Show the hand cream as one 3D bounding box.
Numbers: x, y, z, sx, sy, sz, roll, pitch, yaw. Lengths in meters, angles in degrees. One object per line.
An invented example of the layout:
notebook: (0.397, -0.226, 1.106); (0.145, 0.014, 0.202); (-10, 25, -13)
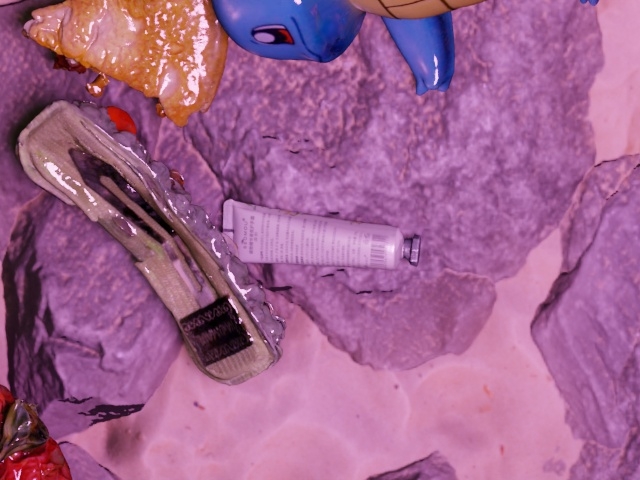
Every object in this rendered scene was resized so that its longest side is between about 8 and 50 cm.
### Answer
hand cream: (0.000, 0.000, 1.463); (0.195, 0.042, 0.067); (6, 113, 9)

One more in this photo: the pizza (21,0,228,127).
pizza: (-0.182, -0.190, 1.411); (0.194, 0.069, 0.154); (6, 104, 4)

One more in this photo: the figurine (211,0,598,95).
figurine: (0.099, -0.280, 1.290); (0.416, 0.298, 0.243); (-40, 68, 10)

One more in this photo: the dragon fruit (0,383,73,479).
dragon fruit: (-0.365, 0.267, 1.463); (0.244, 0.244, 0.298); (10, 114, 3)

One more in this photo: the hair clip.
hair clip: (-0.147, -0.012, 1.441); (0.138, 0.091, 0.321); (-29, 104, 43)
